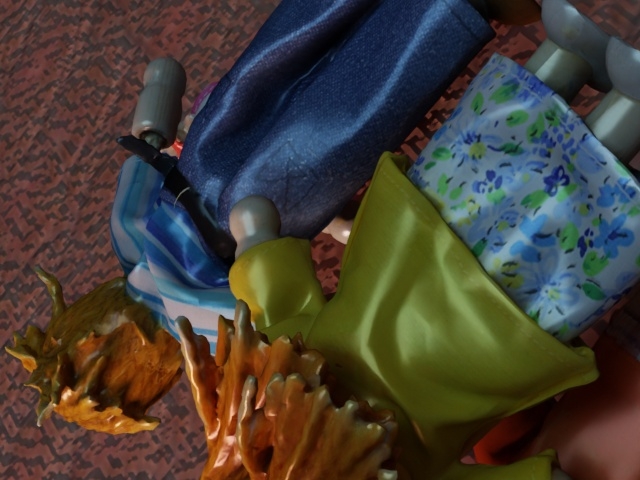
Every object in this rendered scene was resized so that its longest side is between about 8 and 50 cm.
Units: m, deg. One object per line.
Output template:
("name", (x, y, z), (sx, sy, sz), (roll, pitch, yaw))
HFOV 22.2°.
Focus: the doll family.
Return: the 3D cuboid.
("doll family", (0.000, 0.000, 0.409), (0.163, 0.118, 0.263), (-52, 43, 9))
